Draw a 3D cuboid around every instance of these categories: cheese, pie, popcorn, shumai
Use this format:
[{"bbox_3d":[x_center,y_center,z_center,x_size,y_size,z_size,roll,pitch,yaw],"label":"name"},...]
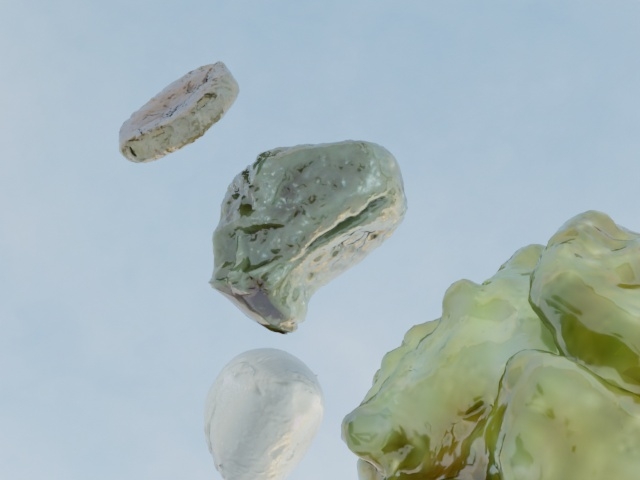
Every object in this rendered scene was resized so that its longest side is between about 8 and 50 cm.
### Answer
[{"bbox_3d":[-0.080,0.245,1.330,0.198,0.154,0.189,-63,-145,16],"label":"cheese"},{"bbox_3d":[-0.185,-0.165,1.205,0.195,0.195,0.046,-23,-63,25],"label":"pie"},{"bbox_3d":[0.162,0.128,0.598,0.274,0.335,0.279,23,-86,10],"label":"popcorn"},{"bbox_3d":[0.000,0.000,1.186,0.260,0.225,0.222,-18,-115,27],"label":"shumai"}]
